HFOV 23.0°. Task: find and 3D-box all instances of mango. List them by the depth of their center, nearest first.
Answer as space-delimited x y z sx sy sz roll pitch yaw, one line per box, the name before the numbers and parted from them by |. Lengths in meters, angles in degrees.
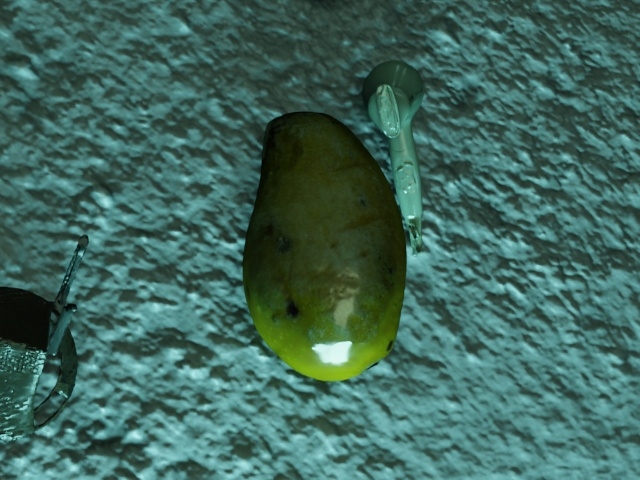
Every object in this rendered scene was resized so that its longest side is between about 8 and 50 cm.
mango | 0.006 0.004 1.829 0.176 0.175 0.330 26 50 -31

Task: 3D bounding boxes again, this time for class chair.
chair | -0.346 0.103 1.747 0.174 0.149 0.213 14 117 -14

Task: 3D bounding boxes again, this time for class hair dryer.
hair dryer | 0.097 -0.089 1.876 0.075 0.206 0.237 -8 105 7
